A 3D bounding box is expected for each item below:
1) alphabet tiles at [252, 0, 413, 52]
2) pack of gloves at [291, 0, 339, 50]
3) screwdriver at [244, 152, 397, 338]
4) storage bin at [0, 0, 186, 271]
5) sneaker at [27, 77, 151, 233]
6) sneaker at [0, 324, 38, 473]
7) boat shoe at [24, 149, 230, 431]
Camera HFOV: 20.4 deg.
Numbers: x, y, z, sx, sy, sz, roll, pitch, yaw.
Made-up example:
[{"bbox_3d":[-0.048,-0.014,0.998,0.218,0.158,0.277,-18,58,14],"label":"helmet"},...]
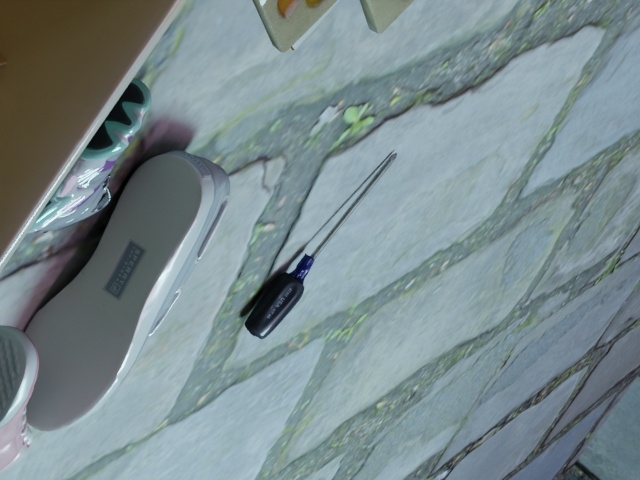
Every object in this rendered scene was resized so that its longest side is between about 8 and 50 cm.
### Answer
[{"bbox_3d":[0.052,-0.244,0.834,0.285,0.011,0.342,-46,154,-10],"label":"alphabet tiles"},{"bbox_3d":[0.055,-0.209,0.935,0.232,0.046,0.195,-48,163,-4],"label":"pack of gloves"},{"bbox_3d":[0.000,0.000,1.293,0.170,0.025,0.024,-56,163,-7],"label":"screwdriver"},{"bbox_3d":[-0.199,-0.041,0.551,0.262,0.123,0.260,-53,162,14],"label":"storage bin"},{"bbox_3d":[-0.116,-0.041,0.896,0.098,0.038,0.069,-42,165,8],"label":"sneaker"},{"bbox_3d":[-0.183,0.092,0.984,0.134,0.051,0.070,-55,163,28],"label":"sneaker"},{"bbox_3d":[-0.111,0.029,1.017,0.184,0.066,0.063,-63,159,11],"label":"boat shoe"}]
